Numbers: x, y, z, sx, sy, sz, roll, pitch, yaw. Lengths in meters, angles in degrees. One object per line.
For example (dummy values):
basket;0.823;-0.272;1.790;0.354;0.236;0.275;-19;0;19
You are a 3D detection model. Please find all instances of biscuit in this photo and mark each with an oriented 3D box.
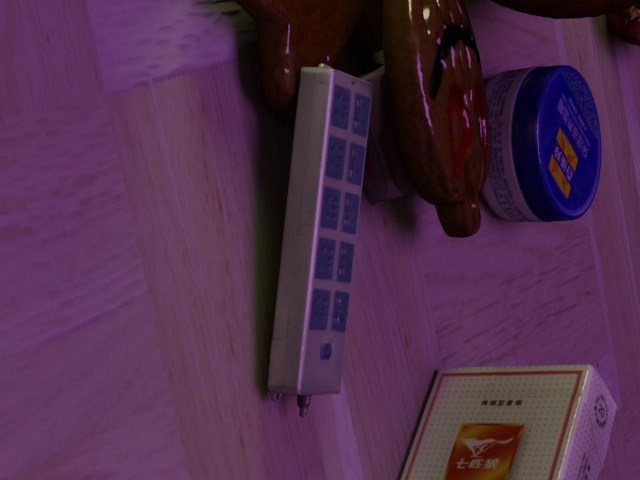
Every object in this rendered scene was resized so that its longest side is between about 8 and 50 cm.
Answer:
biscuit;0.149;-0.158;1.765;0.367;0.063;0.314;-21;101;-73
biscuit;0.012;-0.320;1.665;0.432;0.064;0.283;-59;143;-43

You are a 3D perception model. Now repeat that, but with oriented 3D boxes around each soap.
soap;0.075;-0.122;1.744;0.100;0.056;0.149;-38;117;-49

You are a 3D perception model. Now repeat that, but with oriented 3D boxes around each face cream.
face cream;0.284;-0.126;2.007;0.206;0.111;0.206;8;80;-55

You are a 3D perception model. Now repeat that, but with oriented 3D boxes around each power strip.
power strip;0.000;0.000;1.577;0.106;0.043;0.367;8;88;-63

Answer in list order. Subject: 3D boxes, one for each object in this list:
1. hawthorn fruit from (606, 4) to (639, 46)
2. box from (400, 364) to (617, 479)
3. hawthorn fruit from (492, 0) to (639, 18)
hawthorn fruit;0.526;-0.376;2.362;0.179;0.173;0.173;-3;88;-20
box;0.195;0.297;1.731;0.095;0.210;0.330;54;45;-38
hawthorn fruit;0.311;-0.440;1.873;0.403;0.403;0.403;10;78;-55
